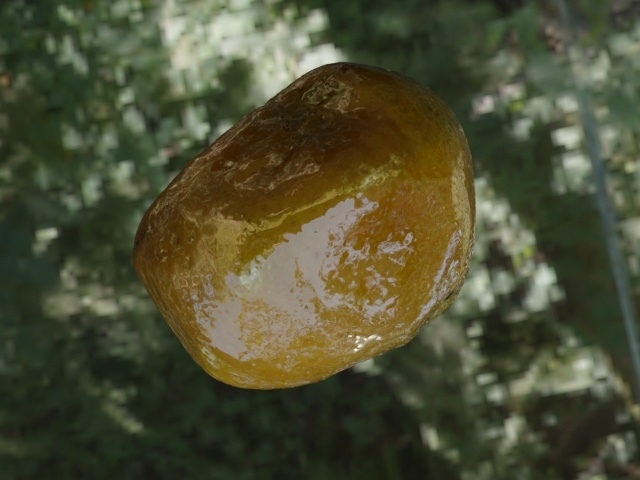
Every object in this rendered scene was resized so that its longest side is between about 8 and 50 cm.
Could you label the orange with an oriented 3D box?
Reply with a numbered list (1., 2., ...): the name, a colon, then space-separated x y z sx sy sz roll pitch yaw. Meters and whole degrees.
1. orange: 0.000 0.000 1.314 0.249 0.183 0.249 -41 173 -6
